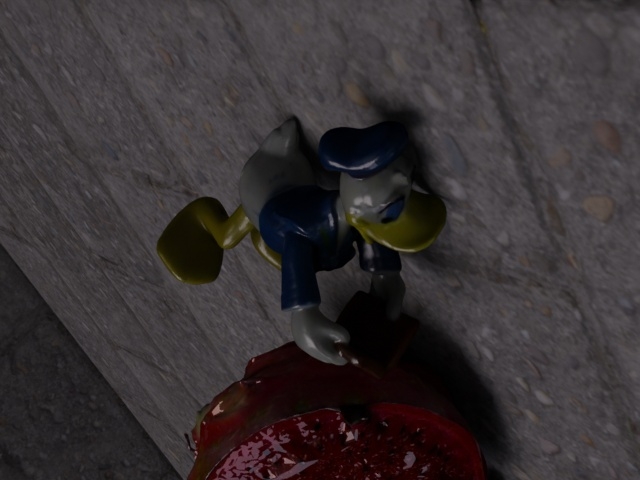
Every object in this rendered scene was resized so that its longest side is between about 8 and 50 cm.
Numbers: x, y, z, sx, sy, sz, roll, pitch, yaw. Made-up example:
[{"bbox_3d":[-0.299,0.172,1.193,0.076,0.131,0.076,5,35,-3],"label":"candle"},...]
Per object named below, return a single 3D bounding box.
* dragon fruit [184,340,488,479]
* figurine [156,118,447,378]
[{"bbox_3d":[0.006,0.264,1.311,0.249,0.386,0.371,-106,19,-54],"label":"dragon fruit"},{"bbox_3d":[0.000,0.000,1.042,0.284,0.204,0.338,66,149,18],"label":"figurine"}]
